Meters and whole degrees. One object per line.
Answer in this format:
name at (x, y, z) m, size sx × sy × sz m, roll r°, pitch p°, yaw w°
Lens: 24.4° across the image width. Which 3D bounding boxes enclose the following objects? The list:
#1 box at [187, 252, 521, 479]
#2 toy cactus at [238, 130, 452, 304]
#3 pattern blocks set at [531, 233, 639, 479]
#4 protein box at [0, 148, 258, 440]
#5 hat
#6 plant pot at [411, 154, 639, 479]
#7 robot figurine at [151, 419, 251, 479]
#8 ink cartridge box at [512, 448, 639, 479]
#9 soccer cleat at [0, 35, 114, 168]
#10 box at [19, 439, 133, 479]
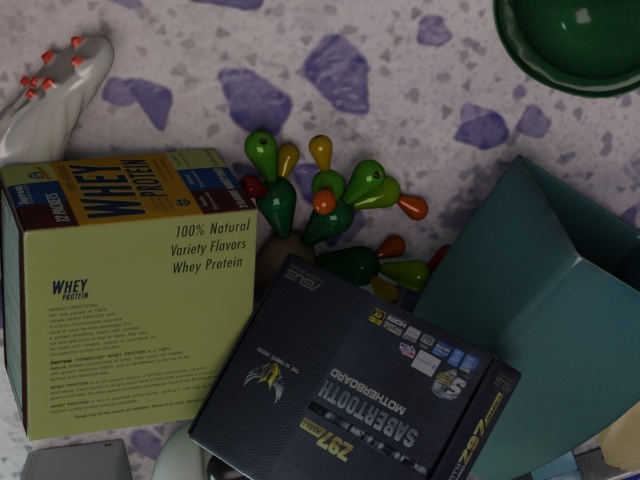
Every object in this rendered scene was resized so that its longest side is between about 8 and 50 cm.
box at (0.023, 0.136, 1.218) m, size 0.059 × 0.233 × 0.183 m, roll 33°, pitch 85°, yaw -53°
toy cactus at (0.000, 0.000, 1.337) m, size 0.219 × 0.112 × 0.180 m, roll 32°, pitch 122°, yaw -25°
pattern blocks set at (0.339, 0.128, 1.394) m, size 0.325 × 0.026 × 0.285 m, roll -8°, pitch 99°, yaw 10°
protein box at (-0.171, 0.043, 1.297) m, size 0.200 × 0.136 × 0.201 m, roll -6°, pitch 118°, yaw -19°
hat at (0.229, -0.174, 1.199) m, size 0.208 × 0.183 × 0.173 m, roll 27°, pitch 113°, yaw -13°
plant pot at (0.178, 0.086, 1.294) m, size 0.166 × 0.165 × 0.234 m, roll 30°, pitch 112°, yaw -27°
robot figurine at (-0.022, 0.236, 1.399) m, size 0.278 × 0.173 × 0.209 m, roll -12°, pitch 115°, yaw 5°
ink cartridge box at (0.252, 0.314, 1.500) m, size 0.371 × 0.069 × 0.176 m, roll -20°, pitch 113°, yaw 11°
soccer cleat at (-0.241, -0.103, 1.301) m, size 0.196 × 0.068 × 0.076 m, roll -40°, pitch 123°, yaw 19°
box at (-0.237, 0.262, 1.450) m, size 0.102 × 0.101 × 0.087 m, roll -7°, pitch 115°, yaw 3°
